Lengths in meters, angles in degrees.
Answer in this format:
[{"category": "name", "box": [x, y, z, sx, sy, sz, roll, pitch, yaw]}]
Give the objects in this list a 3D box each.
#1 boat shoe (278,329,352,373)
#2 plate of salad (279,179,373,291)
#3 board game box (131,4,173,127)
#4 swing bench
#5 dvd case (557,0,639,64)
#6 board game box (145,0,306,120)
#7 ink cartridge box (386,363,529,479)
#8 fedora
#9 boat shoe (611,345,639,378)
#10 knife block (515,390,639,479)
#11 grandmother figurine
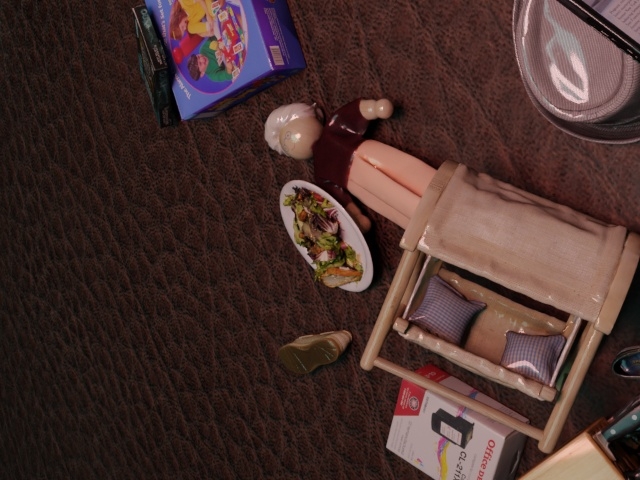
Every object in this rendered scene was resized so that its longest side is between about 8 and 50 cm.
[{"category": "boat shoe", "box": [-0.010, 0.177, 1.453, 0.153, 0.048, 0.056, -27, 94, 49]}, {"category": "plate of salad", "box": [0.000, 0.000, 1.350, 0.200, 0.048, 0.200, 38, 150, 27]}, {"category": "board game box", "box": [-0.281, -0.289, 1.506, 0.186, 0.026, 0.126, 107, 144, -67]}, {"category": "swing bench", "box": [0.217, 0.070, 1.084, 0.253, 0.165, 0.255, 23, 117, 13]}, {"category": "dvd case", "box": [0.372, -0.247, 0.904, 0.253, 0.180, 0.022, 43, 171, 13]}, {"category": "board game box", "box": [-0.176, -0.395, 1.425, 0.233, 0.078, 0.347, -18, 88, 43]}, {"category": "ink cartridge box", "box": [0.193, 0.276, 1.271, 0.175, 0.072, 0.127, 27, 117, 35]}, {"category": "fedora", "box": [0.303, -0.241, 1.006, 0.243, 0.124, 0.275, -1, 101, 41]}, {"category": "boat shoe", "box": [0.414, 0.142, 1.061, 0.142, 0.040, 0.049, -19, 88, 43]}, {"category": "knife block", "box": [0.315, 0.278, 1.057, 0.088, 0.275, 0.242, 53, 159, 19]}, {"category": "grandmother figurine", "box": [0.056, -0.109, 1.279, 0.342, 0.104, 0.208, 31, 114, 30]}]
